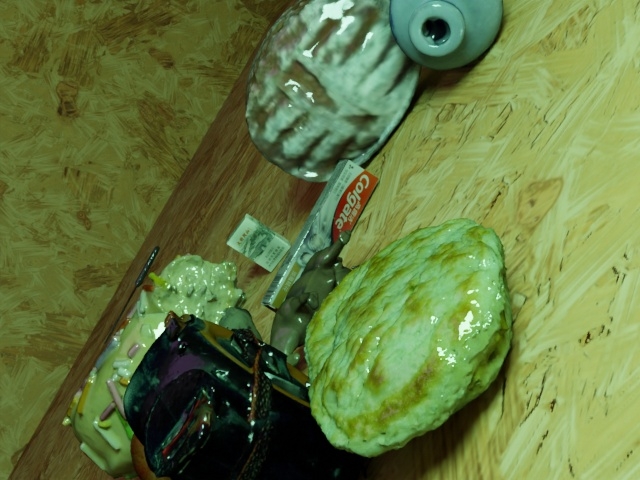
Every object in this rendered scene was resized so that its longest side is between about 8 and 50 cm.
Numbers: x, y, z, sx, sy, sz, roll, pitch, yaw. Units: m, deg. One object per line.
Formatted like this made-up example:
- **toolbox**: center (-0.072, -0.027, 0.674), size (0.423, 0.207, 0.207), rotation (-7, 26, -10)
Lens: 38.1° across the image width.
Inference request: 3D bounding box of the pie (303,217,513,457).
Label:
- **pie**: center (0.077, 0.071, 0.748), size (0.201, 0.090, 0.248), rotation (-43, 18, 12)

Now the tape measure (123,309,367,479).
- **tape measure**: center (-0.066, 0.154, 0.805), size (0.135, 0.202, 0.223), rotation (-56, 28, 4)

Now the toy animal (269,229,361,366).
- **toy animal**: center (-0.025, 0.101, 1.030), size (0.186, 0.094, 0.214), rotation (-28, 24, 52)

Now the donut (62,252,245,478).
- **donut**: center (-0.246, 0.183, 1.359), size (0.307, 0.150, 0.371), rotation (-56, 7, 17)

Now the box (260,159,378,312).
- **box**: center (0.000, 0.000, 1.189), size (0.218, 0.055, 0.039), rotation (-60, 16, -12)

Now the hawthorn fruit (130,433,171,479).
- **hawthorn fruit**: center (-0.174, 0.249, 1.121), size (0.128, 0.128, 0.128), rotation (-51, 16, 21)

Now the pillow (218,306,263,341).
- **pillow**: center (-0.107, 0.180, 1.090), size (0.051, 0.093, 0.241), rotation (-50, 15, 44)

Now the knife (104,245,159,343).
- **knife**: center (-0.292, 0.084, 1.436), size (0.170, 0.010, 0.023), rotation (-62, 7, -9)

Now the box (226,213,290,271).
- **box**: center (-0.094, 0.004, 1.418), size (0.054, 0.083, 0.024), rotation (-52, 15, 19)

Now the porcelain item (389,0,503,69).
- **porcelain item**: center (0.164, -0.303, 1.161), size (0.141, 0.141, 0.259), rotation (-46, 10, 35)

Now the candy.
- **candy**: center (0.016, -0.217, 1.269), size (0.289, 0.214, 0.157), rotation (-56, 15, 21)
